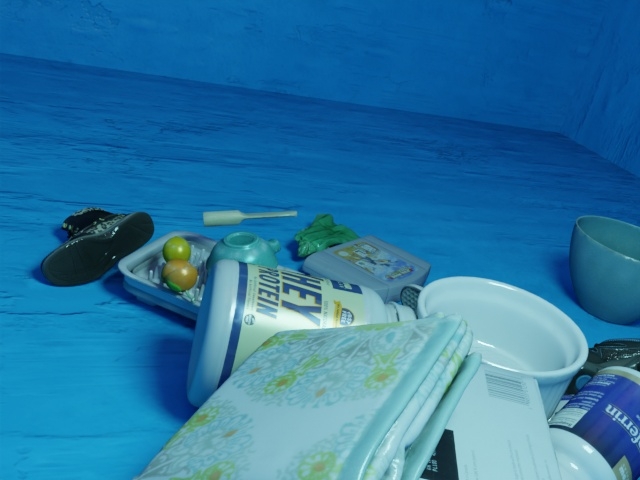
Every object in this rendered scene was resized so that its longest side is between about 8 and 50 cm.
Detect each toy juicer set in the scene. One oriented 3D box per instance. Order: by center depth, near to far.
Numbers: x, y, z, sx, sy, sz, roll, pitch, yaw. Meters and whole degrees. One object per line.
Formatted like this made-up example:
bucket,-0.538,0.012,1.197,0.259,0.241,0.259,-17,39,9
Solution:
toy juicer set,-0.181,0.030,1.734,0.209,0.089,0.329,6,28,12

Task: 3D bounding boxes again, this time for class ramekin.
ramekin,0.273,0.184,1.493,0.277,0.135,0.277,12,26,-6

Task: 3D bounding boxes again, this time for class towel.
towel,-0.007,0.216,1.109,0.320,0.090,0.374,-11,20,35

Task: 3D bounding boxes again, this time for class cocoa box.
cocoa box,0.163,0.330,1.219,0.231,0.228,0.347,14,21,-1

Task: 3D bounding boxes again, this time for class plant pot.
plant pot,0.727,0.087,2.264,0.290,0.195,0.290,14,22,-6

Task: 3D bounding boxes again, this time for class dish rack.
dish rack,-0.192,0.094,1.764,0.332,0.072,0.285,21,23,13

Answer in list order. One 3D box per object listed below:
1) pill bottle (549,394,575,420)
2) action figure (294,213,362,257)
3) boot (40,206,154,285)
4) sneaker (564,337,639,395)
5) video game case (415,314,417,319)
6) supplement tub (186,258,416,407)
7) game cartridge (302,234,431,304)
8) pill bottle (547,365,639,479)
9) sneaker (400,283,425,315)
pill bottle,0.382,0.318,1.567,0.186,0.112,0.112,4,25,-29
action figure,0.000,0.000,2.141,0.137,0.063,0.232,25,19,17
boot,-0.458,0.007,1.785,0.236,0.085,0.178,-32,28,-35
sneaker,0.523,0.258,1.755,0.340,0.125,0.139,-6,14,-6
video game case,0.192,0.170,1.735,0.206,0.026,0.227,-8,6,-7
supplement tub,-0.031,0.171,1.464,0.324,0.235,0.235,12,22,-11
game cartridge,0.119,0.067,2.079,0.198,0.062,0.297,23,22,28
pill bottle,0.417,0.324,1.429,0.153,0.153,0.264,31,51,33
sneaker,0.289,0.142,1.947,0.226,0.086,0.163,33,36,15
